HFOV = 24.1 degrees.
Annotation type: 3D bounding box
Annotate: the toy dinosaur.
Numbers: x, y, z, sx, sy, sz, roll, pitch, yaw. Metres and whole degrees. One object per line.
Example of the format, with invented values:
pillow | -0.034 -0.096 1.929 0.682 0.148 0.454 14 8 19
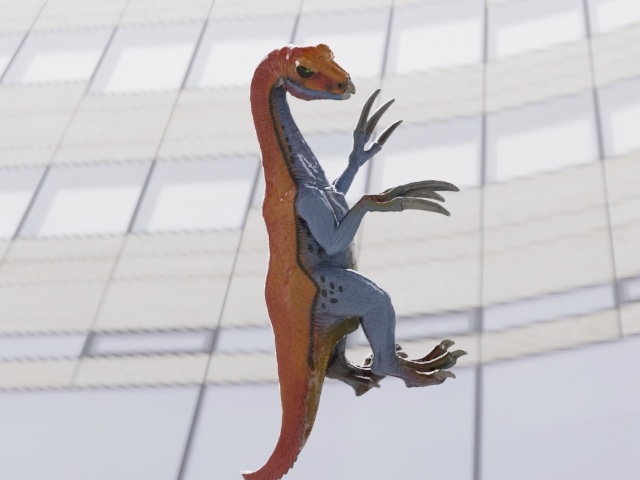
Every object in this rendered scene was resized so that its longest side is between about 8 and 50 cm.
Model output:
toy dinosaur | 0.000 0.000 0.342 0.090 0.047 0.082 -43 -71 -19
